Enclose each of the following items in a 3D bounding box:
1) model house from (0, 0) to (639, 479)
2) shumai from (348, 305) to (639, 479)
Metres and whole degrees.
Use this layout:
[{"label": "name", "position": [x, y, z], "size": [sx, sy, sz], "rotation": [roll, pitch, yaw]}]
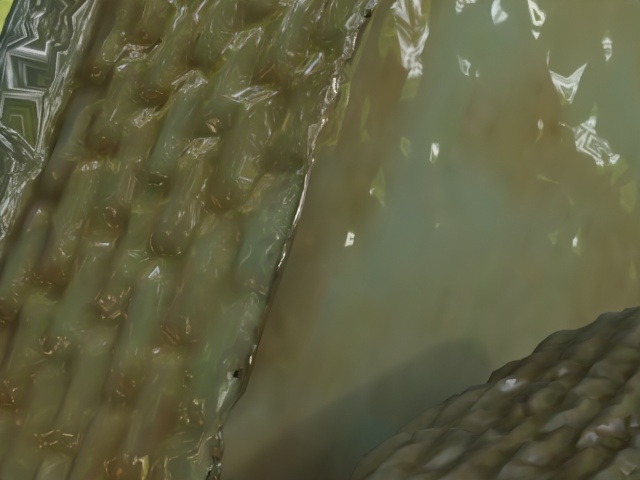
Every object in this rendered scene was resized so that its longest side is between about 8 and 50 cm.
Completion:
[{"label": "model house", "position": [0.000, 0.000, 1.033], "size": [0.400, 0.395, 0.445], "rotation": [7, -13, 44]}, {"label": "shumai", "position": [0.152, 0.168, 0.680], "size": [0.267, 0.262, 0.314], "rotation": [-12, 17, 19]}]
